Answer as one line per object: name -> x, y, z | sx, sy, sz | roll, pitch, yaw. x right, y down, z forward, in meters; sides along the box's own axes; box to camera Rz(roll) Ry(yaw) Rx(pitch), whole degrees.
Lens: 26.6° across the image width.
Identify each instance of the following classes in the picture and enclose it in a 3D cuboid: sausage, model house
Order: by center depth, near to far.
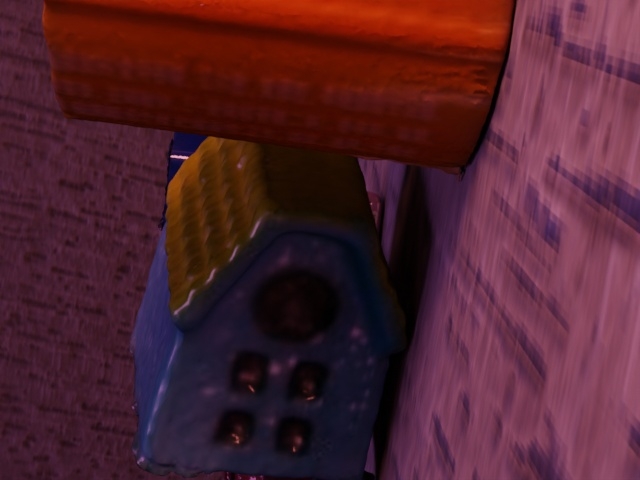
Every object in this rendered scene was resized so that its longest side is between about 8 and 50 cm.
sausage -> -0.029, -0.177, 0.915 | 0.233, 0.287, 0.233 | -172, 90, -85
model house -> -0.041, 0.030, 1.151 | 0.237, 0.216, 0.303 | -104, 23, -59

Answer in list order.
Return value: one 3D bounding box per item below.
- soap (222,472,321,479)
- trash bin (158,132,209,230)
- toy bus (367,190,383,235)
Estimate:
soap -> -0.045, 0.237, 1.426 | 0.162, 0.099, 0.250 | 109, 159, -54
trash bin -> -0.082, -0.066, 1.735 | 0.184, 0.235, 0.162 | -90, 9, -62
toy bus -> 0.000, 0.000, 1.420 | 0.199, 0.108, 0.096 | 124, 157, -75
